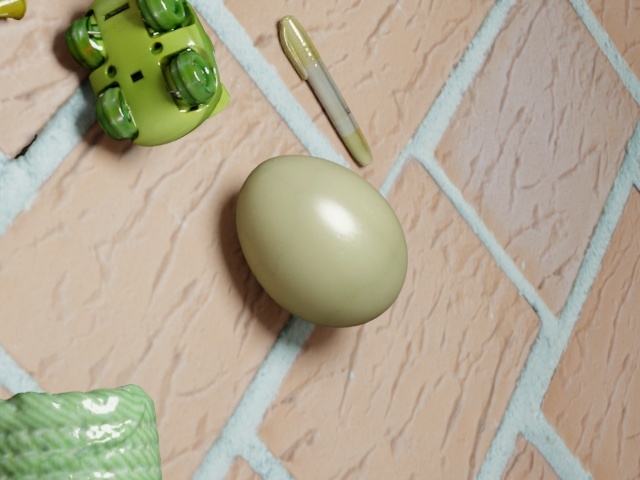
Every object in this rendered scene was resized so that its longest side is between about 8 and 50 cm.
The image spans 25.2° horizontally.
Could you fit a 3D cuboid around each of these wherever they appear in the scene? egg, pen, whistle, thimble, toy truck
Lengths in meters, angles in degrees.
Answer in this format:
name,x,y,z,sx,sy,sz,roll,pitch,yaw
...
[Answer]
name,x,y,z,sx,sy,sz,roll,pitch,yaw
egg,0.000,0.000,1.757,0.241,0.186,0.186,41,50,-18
pen,0.006,-0.200,1.940,0.040,0.032,0.233,-36,106,-22
whistle,-0.375,-0.239,1.560,0.046,0.057,0.109,35,48,25
thimble,-0.260,0.222,1.404,0.219,0.219,0.150,2,79,-46
toy truck,-0.188,-0.215,1.673,0.187,0.148,0.210,62,21,-9
